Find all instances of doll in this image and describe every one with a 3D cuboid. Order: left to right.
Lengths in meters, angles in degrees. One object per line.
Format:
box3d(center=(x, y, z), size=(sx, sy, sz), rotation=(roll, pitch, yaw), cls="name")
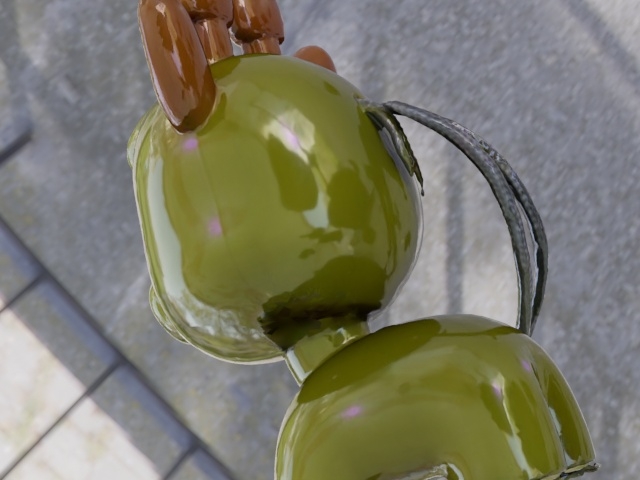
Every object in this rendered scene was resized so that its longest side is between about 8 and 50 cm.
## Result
box3d(center=(0.000, 0.000, 0.576), size=(0.135, 0.143, 0.221), rotation=(-26, 76, 23), cls="doll")
